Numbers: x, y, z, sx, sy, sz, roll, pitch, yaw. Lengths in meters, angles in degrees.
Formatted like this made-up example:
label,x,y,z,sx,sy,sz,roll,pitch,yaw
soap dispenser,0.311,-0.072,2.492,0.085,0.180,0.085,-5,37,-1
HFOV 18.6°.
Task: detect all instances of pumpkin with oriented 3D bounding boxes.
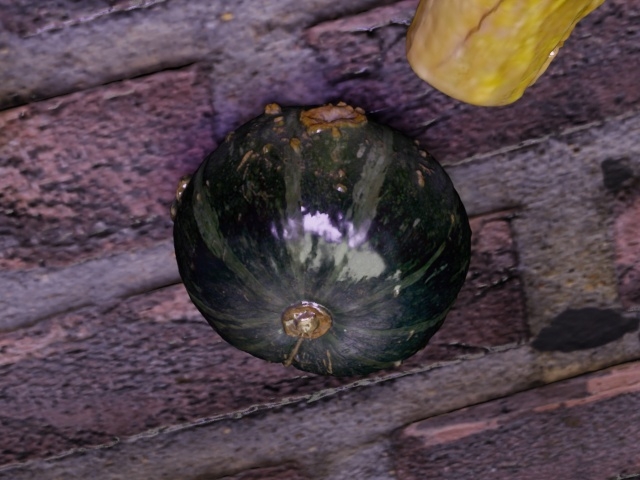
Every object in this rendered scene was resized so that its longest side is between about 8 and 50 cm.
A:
label,x,y,z,sx,sy,sz,roll,pitch,yaw
pumpkin,0.001,0.001,1.246,0.190,0.146,0.190,-6,138,-5

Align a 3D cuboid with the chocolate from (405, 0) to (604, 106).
label,x,y,z,sx,sy,sz,roll,pitch,yaw
chocolate,0.169,-0.247,1.035,0.162,0.162,0.445,6,135,-20
